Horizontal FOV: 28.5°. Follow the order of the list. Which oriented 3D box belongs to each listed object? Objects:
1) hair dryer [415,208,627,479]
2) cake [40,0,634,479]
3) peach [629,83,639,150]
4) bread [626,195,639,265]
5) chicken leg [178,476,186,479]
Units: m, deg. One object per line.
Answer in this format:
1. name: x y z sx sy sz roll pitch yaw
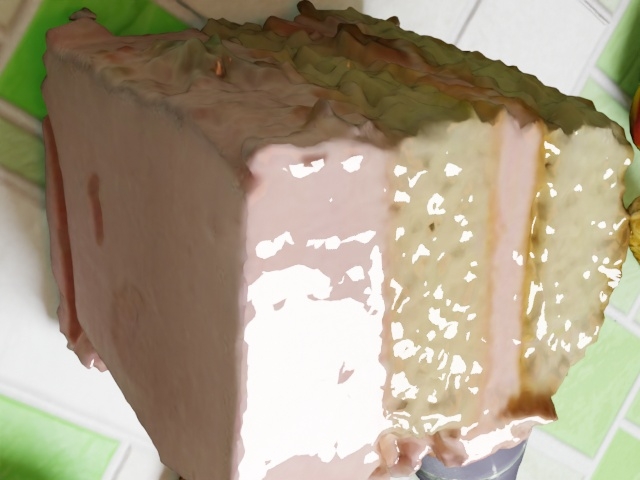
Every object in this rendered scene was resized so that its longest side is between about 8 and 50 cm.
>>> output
1. hair dryer: 0.201 0.103 1.182 0.361 0.121 0.301 -51 148 -24
2. cake: 0.000 0.000 0.885 0.307 0.314 0.293 -9 112 -35
3. peach: 0.487 -0.150 1.223 0.380 0.242 0.306 -42 130 -16
4. bread: 0.332 0.001 1.256 0.157 0.044 0.052 41 63 -61
5. chicken leg: -0.077 0.223 1.067 0.089 0.048 0.219 -53 127 -13
